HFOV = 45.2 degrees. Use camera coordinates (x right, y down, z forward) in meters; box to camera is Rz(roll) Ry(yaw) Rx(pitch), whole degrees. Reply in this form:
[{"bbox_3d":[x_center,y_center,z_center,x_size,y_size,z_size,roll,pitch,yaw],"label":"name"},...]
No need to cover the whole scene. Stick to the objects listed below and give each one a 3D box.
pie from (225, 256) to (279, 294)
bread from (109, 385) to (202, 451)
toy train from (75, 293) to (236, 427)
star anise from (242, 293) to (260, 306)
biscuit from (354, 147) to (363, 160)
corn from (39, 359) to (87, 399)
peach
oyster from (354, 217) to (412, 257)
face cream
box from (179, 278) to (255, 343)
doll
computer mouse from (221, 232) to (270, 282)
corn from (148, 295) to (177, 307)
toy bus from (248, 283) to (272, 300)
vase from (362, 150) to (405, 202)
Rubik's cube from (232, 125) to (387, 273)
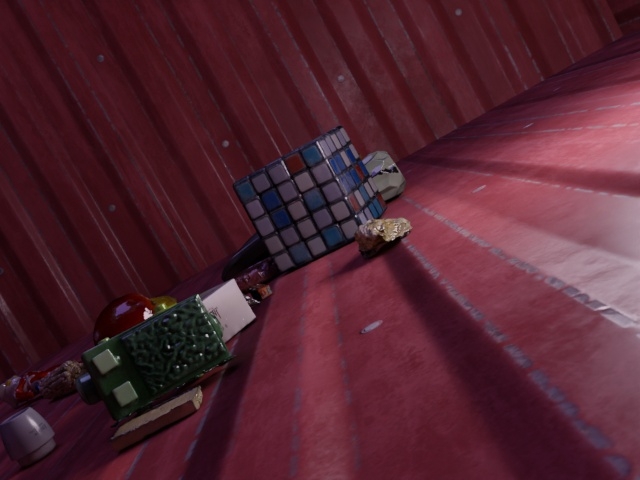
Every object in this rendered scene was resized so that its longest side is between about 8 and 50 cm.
[{"bbox_3d":[-0.195,0.103,2.230,0.204,0.054,0.218,-30,6,-9],"label":"pie"},{"bbox_3d":[-0.255,0.278,1.203,0.153,0.028,0.068,-28,6,3],"label":"bread"},{"bbox_3d":[-0.290,0.203,1.337,0.271,0.159,0.188,-28,-2,-22],"label":"toy train"},{"bbox_3d":[-0.234,0.152,1.829,0.180,0.061,0.204,-15,-14,20],"label":"star anise"},{"bbox_3d":[0.055,-0.207,2.379,0.182,0.034,0.215,-1,44,52],"label":"biscuit"},{"bbox_3d":[-0.731,0.396,2.159,0.210,0.087,0.087,-27,6,36],"label":"corn"},{"bbox_3d":[-0.462,0.229,1.878,0.197,0.197,0.197,-29,6,3],"label":"peach"},{"bbox_3d":[0.127,-0.019,1.688,0.132,0.072,0.209,-21,8,35],"label":"oyster"},{"bbox_3d":[-0.567,0.379,1.487,0.091,0.095,0.091,-28,6,3],"label":"face cream"},{"bbox_3d":[-0.290,0.202,1.611,0.194,0.111,0.260,-25,9,33],"label":"box"},{"bbox_3d":[-0.881,0.448,2.417,0.383,0.099,0.188,-21,10,33],"label":"doll"},{"bbox_3d":[-0.195,0.021,2.499,0.330,0.095,0.197,-36,-16,-28],"label":"computer mouse"},{"bbox_3d":[-0.475,0.226,2.169,0.130,0.130,0.347,-28,2,10],"label":"corn"},{"bbox_3d":[-0.152,0.128,1.938,0.043,0.031,0.110,-28,7,-15],"label":"toy bus"},{"bbox_3d":[0.090,-0.130,2.416,0.360,0.165,0.165,-34,6,6],"label":"vase"},{"bbox_3d":[-0.023,-0.118,2.148,0.291,0.293,0.287,-28,6,22],"label":"Rubik's cube"}]
